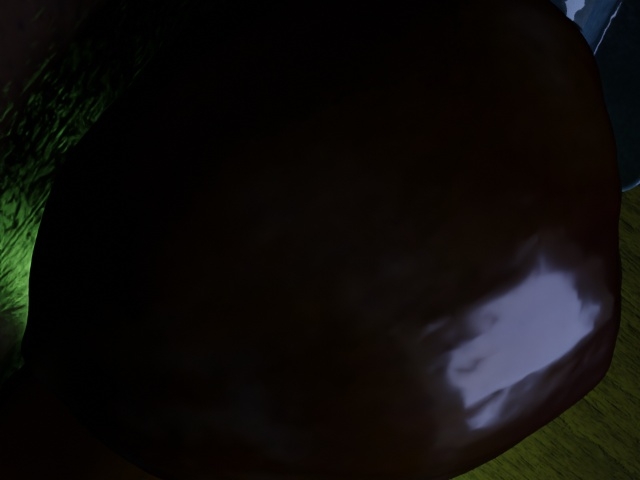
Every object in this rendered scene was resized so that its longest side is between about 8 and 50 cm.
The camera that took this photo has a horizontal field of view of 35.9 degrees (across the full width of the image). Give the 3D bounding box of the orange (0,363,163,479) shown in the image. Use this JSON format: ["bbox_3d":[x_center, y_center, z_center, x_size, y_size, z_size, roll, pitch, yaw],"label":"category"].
[{"bbox_3d":[-0.163,0.198,0.839,0.261,0.261,0.261,-52,178,-2],"label":"orange"}]

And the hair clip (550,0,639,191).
[{"bbox_3d":[0.205,-0.235,0.843,0.238,0.392,0.318,-1,124,-57],"label":"hair clip"}]

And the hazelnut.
[{"bbox_3d":[0.008,-0.002,0.605,0.366,0.366,0.366,-52,178,-2],"label":"hazelnut"}]
